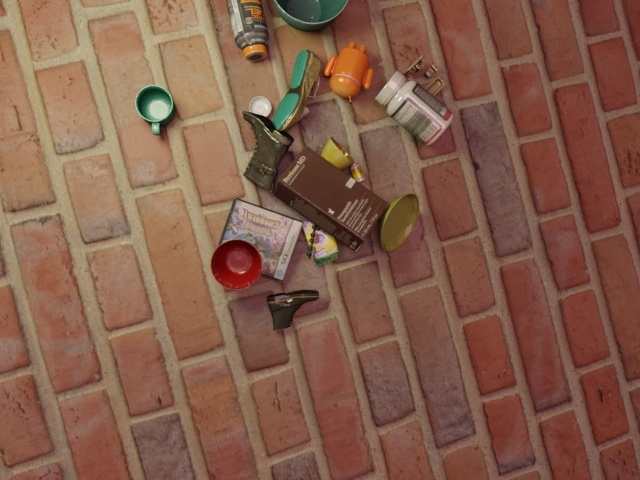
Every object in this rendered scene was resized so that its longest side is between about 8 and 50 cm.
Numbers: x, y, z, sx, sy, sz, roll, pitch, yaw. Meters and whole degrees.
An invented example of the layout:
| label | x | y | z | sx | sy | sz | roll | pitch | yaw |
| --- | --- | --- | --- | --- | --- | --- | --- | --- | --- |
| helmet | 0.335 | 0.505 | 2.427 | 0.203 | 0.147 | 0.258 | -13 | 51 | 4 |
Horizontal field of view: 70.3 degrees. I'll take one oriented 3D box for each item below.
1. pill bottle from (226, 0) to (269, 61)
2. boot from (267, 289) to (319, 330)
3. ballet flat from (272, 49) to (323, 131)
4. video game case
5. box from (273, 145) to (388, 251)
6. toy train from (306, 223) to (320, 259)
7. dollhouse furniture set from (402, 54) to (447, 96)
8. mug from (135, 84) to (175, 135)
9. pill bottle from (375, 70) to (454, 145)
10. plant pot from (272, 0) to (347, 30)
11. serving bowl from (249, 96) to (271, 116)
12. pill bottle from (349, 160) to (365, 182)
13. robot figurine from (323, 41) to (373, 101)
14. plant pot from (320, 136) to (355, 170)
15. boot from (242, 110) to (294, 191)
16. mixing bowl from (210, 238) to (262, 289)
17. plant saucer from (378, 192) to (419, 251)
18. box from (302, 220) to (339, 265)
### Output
| label | x | y | z | sx | sy | sz | roll | pitch | yaw |
| --- | --- | --- | --- | --- | --- | --- | --- | --- | --- |
| pill bottle | -0.265 | -0.802 | 1.688 | 0.130 | 0.130 | 0.246 | -13 | 92 | -9 |
| boot | -0.096 | 0.265 | 1.731 | 0.197 | 0.077 | 0.137 | -7 | 95 | 4 |
| ballet flat | -0.078 | -0.547 | 1.731 | 0.123 | 0.123 | 0.349 | 20 | 88 | -8 |
| video game case | -0.232 | 0.001 | 1.706 | 0.274 | 0.035 | 0.249 | 19 | 95 | -8 |
| box | 0.038 | -0.153 | 1.679 | 0.381 | 0.143 | 0.191 | 34 | 67 | 2 |
| toy train | -0.022 | -0.005 | 1.724 | 0.036 | 0.027 | 0.159 | 12 | 86 | -18 |
| dollhouse furniture set | 0.421 | -0.645 | 1.799 | 0.144 | 0.123 | 0.151 | -44 | 96 | -7 |
| mug | -0.600 | -0.470 | 1.644 | 0.129 | 0.097 | 0.158 | 31 | 85 | -8 |
| pill bottle | 0.362 | -0.515 | 1.768 | 0.283 | 0.161 | 0.161 | 38 | 83 | -6 |
| plant pot | -0.050 | -0.903 | 1.691 | 0.289 | 0.195 | 0.291 | 0 | 88 | -9 |
| serving bowl | -0.231 | -0.506 | 1.739 | 0.083 | 0.027 | 0.084 | 0 | 88 | -9 |
| pill bottle | 0.142 | -0.270 | 1.787 | 0.043 | 0.043 | 0.084 | -24 | 93 | -9 |
| robot figurine | 0.109 | -0.646 | 1.748 | 0.158 | 0.128 | 0.220 | 22 | 84 | -36 |
| plant pot | 0.052 | -0.313 | 1.741 | 0.095 | 0.134 | 0.134 | -43 | 96 | 16 |
| boot | -0.232 | -0.331 | 1.681 | 0.263 | 0.091 | 0.229 | 40 | 115 | 20 |
| mixing bowl | -0.299 | 0.080 | 1.643 | 0.181 | 0.098 | 0.182 | -1 | 97 | -4 |
| plant saucer | 0.295 | -0.074 | 1.746 | 0.037 | 0.241 | 0.241 | 31 | 82 | 35 |
| box | 0.000 | 0.000 | 1.760 | 0.105 | 0.043 | 0.179 | -22 | 94 | -8 |
